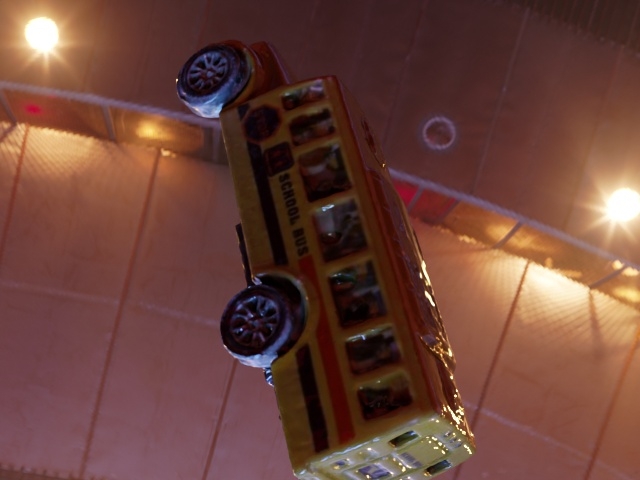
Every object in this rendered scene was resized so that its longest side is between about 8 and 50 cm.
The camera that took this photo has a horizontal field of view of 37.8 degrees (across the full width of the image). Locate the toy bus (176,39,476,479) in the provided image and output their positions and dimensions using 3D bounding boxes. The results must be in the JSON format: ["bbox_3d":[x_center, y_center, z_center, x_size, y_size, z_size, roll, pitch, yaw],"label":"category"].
[{"bbox_3d":[0.000,0.000,0.635,0.123,0.121,0.336,-23,-122,14],"label":"toy bus"}]
